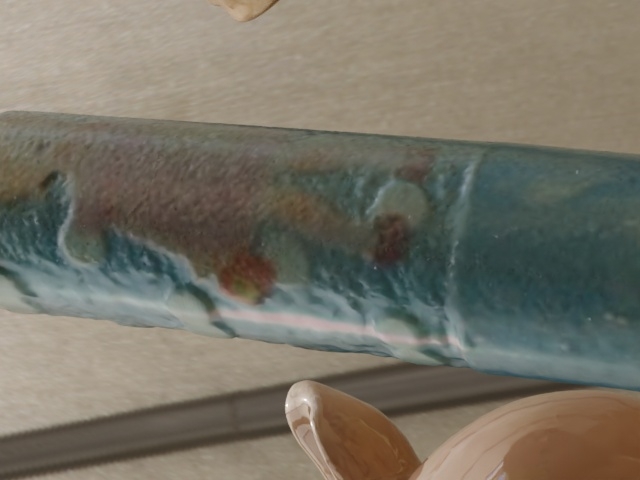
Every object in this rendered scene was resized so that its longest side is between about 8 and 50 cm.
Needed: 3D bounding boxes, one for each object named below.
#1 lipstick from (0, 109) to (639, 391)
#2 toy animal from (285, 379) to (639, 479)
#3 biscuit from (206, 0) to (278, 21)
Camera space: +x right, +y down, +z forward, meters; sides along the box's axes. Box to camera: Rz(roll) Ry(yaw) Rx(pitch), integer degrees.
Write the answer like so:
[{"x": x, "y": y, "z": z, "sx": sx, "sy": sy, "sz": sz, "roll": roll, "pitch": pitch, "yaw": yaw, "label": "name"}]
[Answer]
[{"x": 0.000, "y": 0.000, "z": 0.383, "sx": 0.048, "sy": 0.157, "sz": 0.048, "roll": 6, "pitch": -90, "yaw": -67, "label": "lipstick"}, {"x": 0.078, "y": 0.178, "z": 0.771, "sx": 0.237, "sy": 0.326, "sz": 0.269, "roll": 25, "pitch": -143, "yaw": -6, "label": "toy animal"}, {"x": 0.048, "y": -0.221, "z": 0.682, "sx": 0.057, "sy": 0.351, "sz": 0.312, "roll": 33, "pitch": -123, "yaw": -18, "label": "biscuit"}]
